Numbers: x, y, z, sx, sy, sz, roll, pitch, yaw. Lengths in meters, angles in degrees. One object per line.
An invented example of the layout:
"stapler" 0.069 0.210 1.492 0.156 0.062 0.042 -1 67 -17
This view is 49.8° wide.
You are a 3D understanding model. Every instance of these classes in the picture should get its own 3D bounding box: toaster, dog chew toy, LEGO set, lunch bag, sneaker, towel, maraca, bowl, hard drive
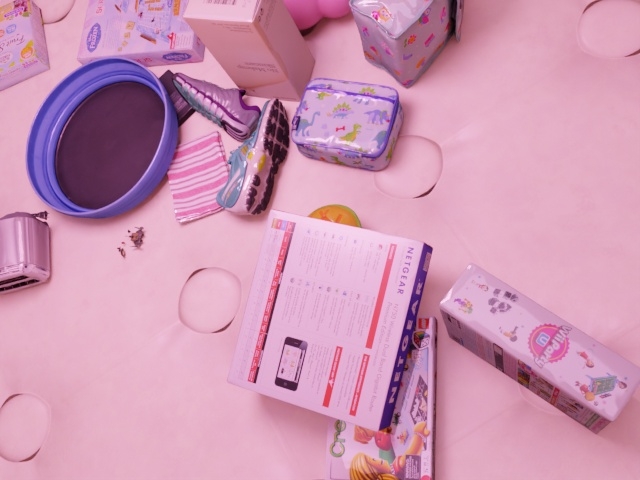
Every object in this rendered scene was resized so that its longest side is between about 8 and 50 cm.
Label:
"toaster" -0.706 0.031 1.567 0.227 0.129 0.146 -14 73 7
"dog chew toy" -0.071 -0.561 1.535 0.332 0.206 0.206 2 73 10
"LEGO set" -0.420 0.001 1.548 0.083 0.023 0.054 -31 63 20
"lunch bag" 0.207 -0.478 1.403 0.262 0.223 0.160 -46 71 -3
"sneaker" -0.229 -0.322 1.561 0.224 0.083 0.098 39 75 6
"towel" -0.275 -0.145 1.545 0.144 0.029 0.197 -20 68 9
"sneaker" -0.147 -0.186 1.477 0.110 0.107 0.275 10 71 28
"maraca" 0.000 0.000 1.377 0.186 0.099 0.127 -24 70 25
"bowl" -0.505 -0.235 1.604 0.391 0.077 0.390 -6 73 20
"hard drive" -0.353 -0.335 1.635 0.094 0.022 0.135 -44 66 0
"lunch bag" 0.056 -0.250 1.448 0.219 0.090 0.176 14 74 20

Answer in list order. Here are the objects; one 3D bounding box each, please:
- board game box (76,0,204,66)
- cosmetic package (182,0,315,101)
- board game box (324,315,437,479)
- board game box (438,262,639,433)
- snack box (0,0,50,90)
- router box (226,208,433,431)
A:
"board game box" -0.428 -0.585 1.717 0.318 0.066 0.318 0 73 17
"cosmetic package" -0.138 -0.418 1.441 0.160 0.309 0.113 11 75 21
"board game box" 0.114 0.291 1.267 0.193 0.053 0.305 -2 72 17
"board game box" 0.354 0.183 1.139 0.303 0.224 0.097 35 82 23
"snack box" -0.814 -0.515 1.810 0.175 0.070 0.207 -21 69 9
"router box" 0.015 0.137 1.247 0.301 0.082 0.335 14 87 22
